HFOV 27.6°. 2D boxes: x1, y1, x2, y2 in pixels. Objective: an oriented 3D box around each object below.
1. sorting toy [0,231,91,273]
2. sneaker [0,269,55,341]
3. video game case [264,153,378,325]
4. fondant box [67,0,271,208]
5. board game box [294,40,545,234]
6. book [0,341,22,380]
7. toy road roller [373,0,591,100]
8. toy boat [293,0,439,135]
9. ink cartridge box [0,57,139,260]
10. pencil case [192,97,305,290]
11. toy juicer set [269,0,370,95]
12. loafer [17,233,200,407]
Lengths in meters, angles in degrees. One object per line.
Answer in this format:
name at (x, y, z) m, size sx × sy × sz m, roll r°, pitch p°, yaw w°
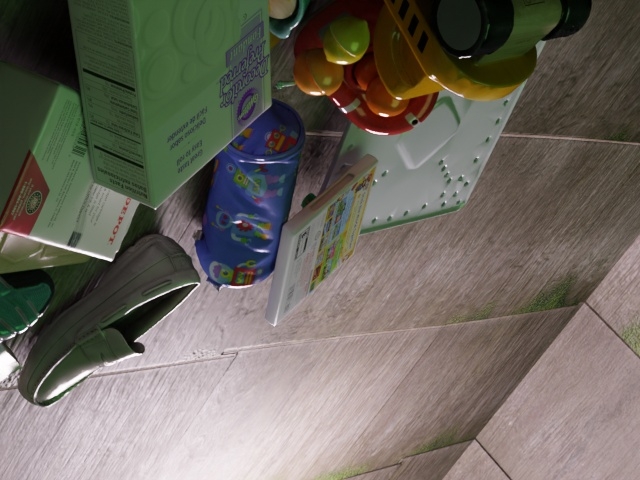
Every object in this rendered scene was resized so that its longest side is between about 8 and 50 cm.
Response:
sorting toy at (-0.341, -0.040, 1.666) m, size 0.208 × 0.038 × 0.193 m, roll -13°, pitch 141°, yaw -51°
sneaker at (-0.455, 0.113, 1.719) m, size 0.224 × 0.083 × 0.098 m, roll -39°, pitch -172°, yaw -25°
video game case at (0.000, 0.000, 1.966) m, size 0.206 × 0.026 × 0.227 m, roll -41°, pitch 157°, yaw -35°
fondant box at (-0.157, -0.236, 1.412) m, size 0.238 × 0.096 × 0.330 m, roll -47°, pitch 150°, yaw -39°
board game box at (0.158, -0.183, 2.067) m, size 0.390 × 0.050 × 0.390 m, roll -14°, pitch 139°, yaw -41°
book at (-0.488, 0.191, 1.781) m, size 0.144 × 0.035 × 0.096 m, roll -34°, pitch 167°, yaw -9°
toy road roller at (0.150, -0.323, 1.631) m, size 0.203 × 0.329 × 0.240 m, roll -18°, pitch 164°, yaw -38°
toy boat at (0.076, -0.221, 1.757) m, size 0.151 × 0.151 × 0.231 m, roll -36°, pitch 136°, yaw 12°
ink cartridge box at (-0.299, -0.086, 1.484) m, size 0.172 × 0.100 × 0.237 m, roll -67°, pitch 156°, yaw 1°
pencil case at (-0.106, -0.063, 1.848) m, size 0.133 × 0.119 × 0.306 m, roll 11°, pitch 138°, yaw -4°
toy juicer set at (-0.035, -0.290, 1.509) m, size 0.089 × 0.209 × 0.329 m, roll -37°, pitch 155°, yaw -28°
loafer at (-0.305, 0.130, 1.868) m, size 0.319 × 0.111 × 0.112 m, roll -46°, pitch 153°, yaw 8°
